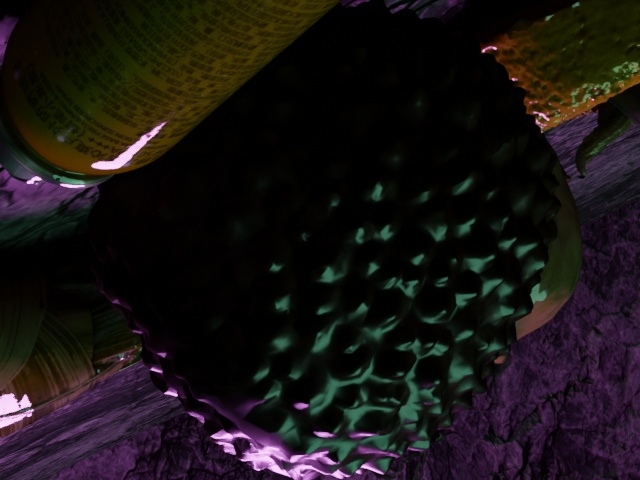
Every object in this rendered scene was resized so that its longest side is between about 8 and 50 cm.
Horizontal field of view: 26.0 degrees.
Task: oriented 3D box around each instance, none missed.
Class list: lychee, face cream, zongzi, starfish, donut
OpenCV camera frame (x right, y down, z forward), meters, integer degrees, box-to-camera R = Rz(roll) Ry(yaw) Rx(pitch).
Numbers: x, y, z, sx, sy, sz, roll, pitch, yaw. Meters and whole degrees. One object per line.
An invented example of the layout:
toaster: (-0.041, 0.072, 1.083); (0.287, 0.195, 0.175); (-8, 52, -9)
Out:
lychee: (0.000, 0.000, 0.915); (0.330, 0.306, 0.306); (-36, 169, 17)
face cream: (-0.060, -0.121, 0.660); (0.105, 0.105, 0.349); (-17, 167, -46)
zongzi: (-0.246, 0.060, 1.154); (0.286, 0.134, 0.288); (-29, 165, -25)
starfish: (0.302, -0.146, 1.362); (0.277, 0.062, 0.236); (-43, -155, -31)
donut: (0.213, -0.172, 1.157); (0.253, 0.118, 0.253); (-29, -174, 3)

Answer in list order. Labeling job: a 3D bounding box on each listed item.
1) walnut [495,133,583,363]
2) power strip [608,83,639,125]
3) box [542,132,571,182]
walnut: (0.100, 0.001, 1.319); (0.296, 0.285, 0.285); (-32, 171, -1)
power strip: (0.298, -0.162, 1.276); (0.092, 0.034, 0.268); (-36, -155, 5)
box: (0.217, -0.066, 1.797); (0.144, 0.090, 0.201); (-22, 170, -21)
